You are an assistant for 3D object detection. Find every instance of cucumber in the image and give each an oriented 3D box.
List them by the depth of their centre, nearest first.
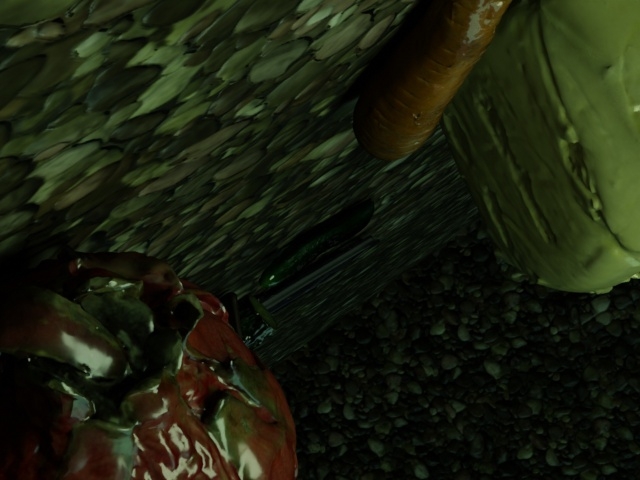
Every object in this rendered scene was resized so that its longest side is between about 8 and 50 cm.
[{"bbox_3d":[0.000,0.000,1.416,0.184,0.033,0.036,-33,153,-30],"label":"cucumber"},{"bbox_3d":[-0.187,0.172,1.597,0.294,0.067,0.067,-34,174,2],"label":"cucumber"}]

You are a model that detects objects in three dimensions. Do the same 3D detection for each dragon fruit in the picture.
[{"bbox_3d":[-0.133,0.126,0.698,0.244,0.244,0.299,-33,153,-21],"label":"dragon fruit"}]

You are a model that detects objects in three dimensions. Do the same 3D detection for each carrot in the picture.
[{"bbox_3d":[0.075,-0.119,0.817,0.059,0.059,0.248,-32,170,-27],"label":"carrot"}]

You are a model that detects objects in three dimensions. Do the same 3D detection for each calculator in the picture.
[{"bbox_3d":[-0.044,0.077,1.785,0.274,0.028,0.166,-30,172,-40],"label":"calculator"}]

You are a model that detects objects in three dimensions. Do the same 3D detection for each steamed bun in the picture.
[{"bbox_3d":[0.212,-0.085,0.977,0.166,0.232,0.273,-27,173,-19],"label":"steamed bun"}]

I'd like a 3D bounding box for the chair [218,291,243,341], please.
[{"bbox_3d":[-0.155,0.138,1.284,0.176,0.183,0.326,-36,-142,4],"label":"chair"}]
